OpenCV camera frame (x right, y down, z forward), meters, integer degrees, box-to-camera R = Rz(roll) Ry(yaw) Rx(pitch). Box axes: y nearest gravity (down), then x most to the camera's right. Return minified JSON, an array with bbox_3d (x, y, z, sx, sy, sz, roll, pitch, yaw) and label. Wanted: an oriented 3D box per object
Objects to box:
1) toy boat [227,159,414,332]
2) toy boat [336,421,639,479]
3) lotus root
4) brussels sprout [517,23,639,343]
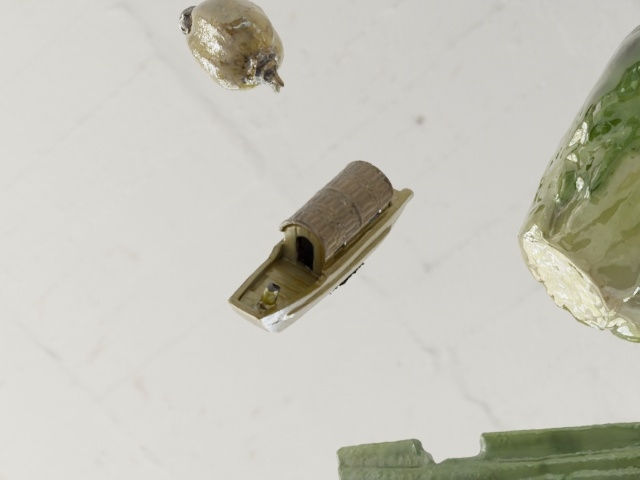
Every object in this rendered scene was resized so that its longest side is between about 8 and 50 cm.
[{"bbox_3d":[0.000,0.000,1.381,0.068,0.226,0.088,28,-43,24],"label":"toy boat"},{"bbox_3d":[0.142,0.144,0.895,0.293,0.055,0.093,-9,-55,26],"label":"toy boat"},{"bbox_3d":[-0.067,-0.161,1.279,0.063,0.152,0.072,13,-69,-39],"label":"lotus root"},{"bbox_3d":[0.181,-0.042,0.749,0.131,0.183,0.145,46,-39,-5],"label":"brussels sprout"}]
